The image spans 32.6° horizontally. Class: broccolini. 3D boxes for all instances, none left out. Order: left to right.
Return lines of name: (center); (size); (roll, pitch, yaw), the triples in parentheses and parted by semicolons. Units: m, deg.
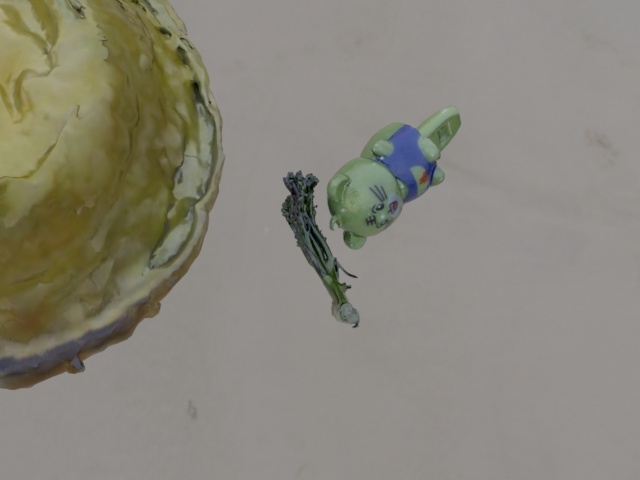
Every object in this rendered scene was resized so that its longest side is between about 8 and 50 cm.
broccolini: (0.002, 0.004, 1.155); (0.062, 0.271, 0.123); (-30, 116, 2)

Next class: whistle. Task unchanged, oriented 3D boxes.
whistle: (0.088, -0.081, 1.270); (0.227, 0.105, 0.085); (-41, 45, -25)

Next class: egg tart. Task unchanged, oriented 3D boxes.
egg tart: (-0.222, -0.079, 0.653); (0.345, 0.132, 0.345); (4, 68, -10)
